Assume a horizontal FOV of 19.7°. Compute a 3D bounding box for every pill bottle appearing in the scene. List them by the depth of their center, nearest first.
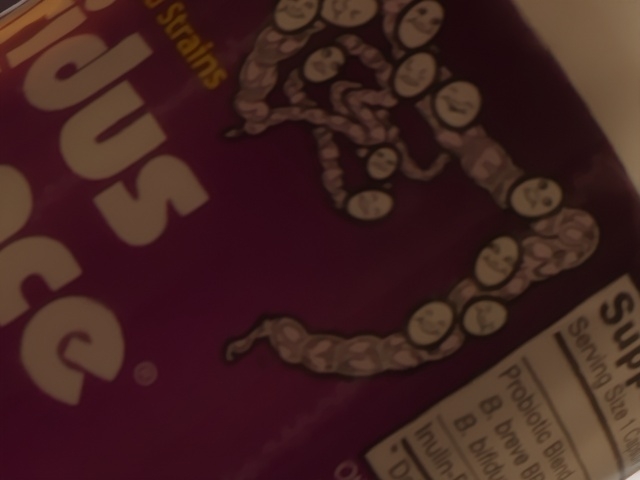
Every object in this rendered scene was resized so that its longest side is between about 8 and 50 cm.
[{"bbox_3d":[0.000,0.000,0.422,0.169,0.301,0.169,54,-3,4],"label":"pill bottle"}]
